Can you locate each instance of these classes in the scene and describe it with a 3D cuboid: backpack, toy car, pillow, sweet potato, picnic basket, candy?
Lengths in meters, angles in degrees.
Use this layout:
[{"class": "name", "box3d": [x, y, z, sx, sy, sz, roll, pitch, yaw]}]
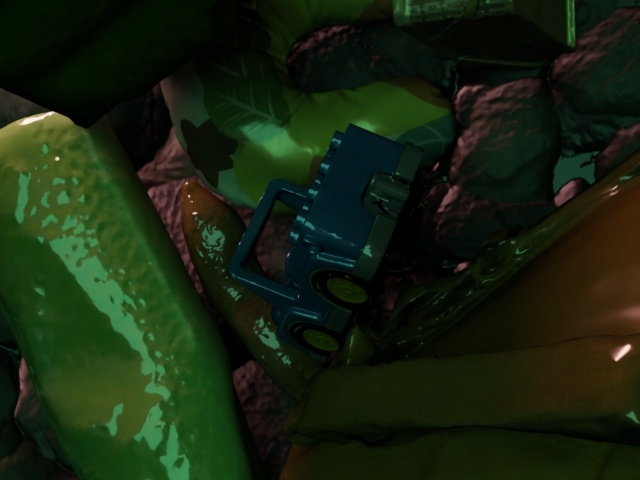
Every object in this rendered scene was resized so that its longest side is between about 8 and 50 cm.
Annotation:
[{"class": "backpack", "box3d": [0.157, 0.081, 0.536, 0.378, 0.353, 0.201, -23, 102, 48]}, {"class": "toy car", "box3d": [0.000, 0.000, 0.653, 0.100, 0.191, 0.097, 23, 60, 1]}, {"class": "pillow", "box3d": [-0.018, -0.135, 0.743, 0.214, 0.086, 0.233, -12, 79, 8]}, {"class": "sweet potato", "box3d": [-0.050, 0.051, 0.749, 0.218, 0.051, 0.065, 57, 147, 7]}, {"class": "picnic basket", "box3d": [0.111, -0.183, 0.651, 0.079, 0.164, 0.115, -2, 87, 29]}, {"class": "candy", "box3d": [-0.156, 0.062, 0.752, 0.142, 0.132, 0.344, -26, 79, -2]}]

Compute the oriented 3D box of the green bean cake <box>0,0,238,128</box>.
[{"class": "green bean cake", "box3d": [-0.205, -0.274, 0.637, 0.218, 0.319, 0.335, -28, 43, 33]}]
